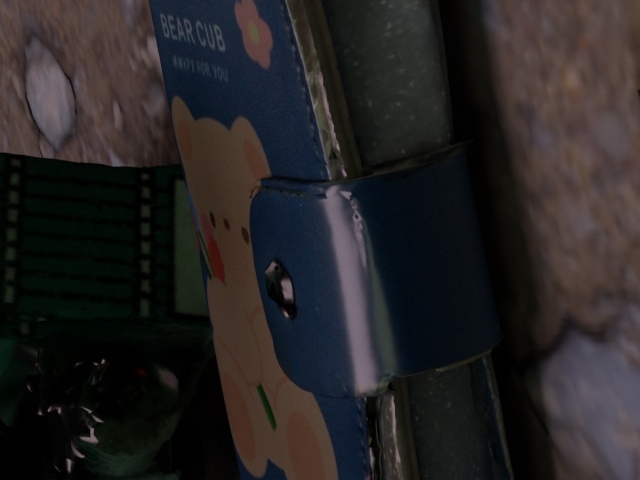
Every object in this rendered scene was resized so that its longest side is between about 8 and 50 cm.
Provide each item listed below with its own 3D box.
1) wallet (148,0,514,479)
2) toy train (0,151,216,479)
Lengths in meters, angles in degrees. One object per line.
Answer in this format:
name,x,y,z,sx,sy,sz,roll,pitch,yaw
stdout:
wallet,0.001,0.000,0.526,0.141,0.059,0.202,-157,55,-67
toy train,-0.111,0.080,0.702,0.269,0.115,0.154,120,144,-58
